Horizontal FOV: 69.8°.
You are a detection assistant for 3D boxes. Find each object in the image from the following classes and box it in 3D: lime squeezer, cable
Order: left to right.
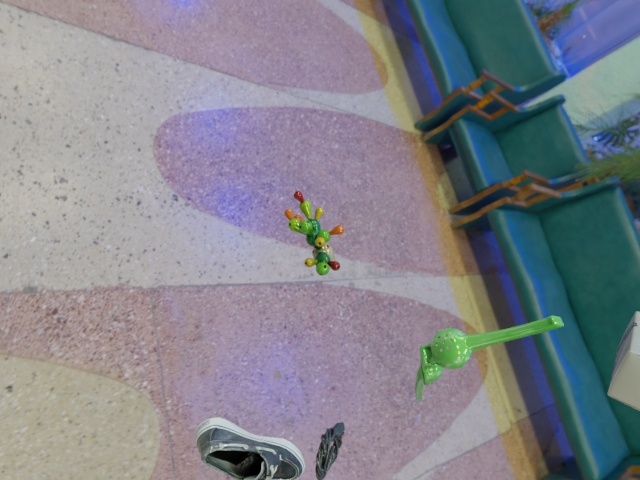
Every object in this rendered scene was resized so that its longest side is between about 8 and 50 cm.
[{"bbox_3d":[0.018,0.617,1.334,0.184,0.047,0.150,-6,114,-70],"label":"cable"},{"bbox_3d":[0.189,0.171,0.673,0.110,0.310,0.058,0,55,-31],"label":"lime squeezer"}]

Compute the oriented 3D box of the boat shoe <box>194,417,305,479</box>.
[{"bbox_3d":[-0.143,0.493,1.020,0.108,0.102,0.301,-49,120,1],"label":"boat shoe"}]

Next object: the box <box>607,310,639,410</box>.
[{"bbox_3d":[0.684,0.248,0.961,0.275,0.094,0.113,-13,121,-52],"label":"box"}]

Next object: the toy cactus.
[{"bbox_3d":[0.000,0.000,1.048,0.218,0.112,0.180,60,-1,38],"label":"toy cactus"}]
